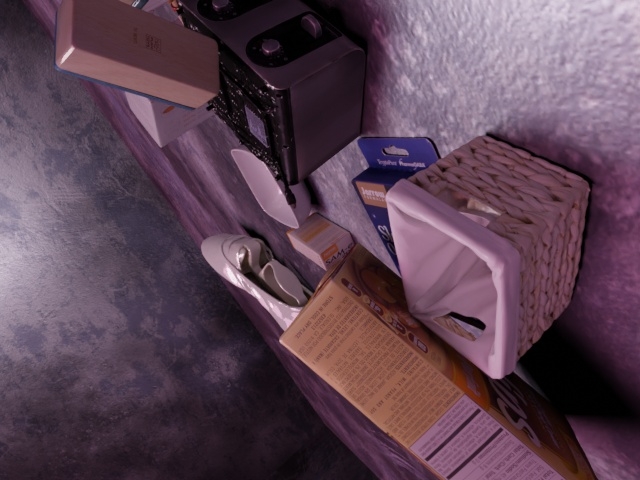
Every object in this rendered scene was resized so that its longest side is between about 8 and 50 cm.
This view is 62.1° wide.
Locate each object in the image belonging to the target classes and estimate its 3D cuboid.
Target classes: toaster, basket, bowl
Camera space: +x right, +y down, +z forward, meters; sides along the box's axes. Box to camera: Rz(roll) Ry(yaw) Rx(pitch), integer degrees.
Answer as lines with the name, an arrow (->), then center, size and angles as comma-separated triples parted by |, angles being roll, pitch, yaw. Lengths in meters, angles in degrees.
toaster -> -0.047, -0.161, 0.551 | 0.168, 0.110, 0.185 | 47, 162, 22
basket -> 0.136, 0.013, 0.435 | 0.113, 0.103, 0.167 | 39, 158, 39
bowl -> -0.072, -0.097, 0.852 | 0.142, 0.053, 0.142 | 28, 151, 56

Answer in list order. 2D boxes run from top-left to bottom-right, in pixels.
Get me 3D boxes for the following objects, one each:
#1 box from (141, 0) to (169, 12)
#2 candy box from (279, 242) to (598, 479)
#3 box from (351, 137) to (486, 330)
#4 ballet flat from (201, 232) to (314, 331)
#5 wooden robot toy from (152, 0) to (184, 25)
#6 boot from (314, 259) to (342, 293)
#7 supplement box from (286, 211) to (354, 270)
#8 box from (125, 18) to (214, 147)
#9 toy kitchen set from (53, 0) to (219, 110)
box -> -0.215, -0.374, 0.571 | 0.114, 0.103, 0.203 | 44, 162, 28
candy box -> 0.122, 0.146, 0.546 | 0.316, 0.087, 0.183 | 39, -165, 2
box -> 0.110, -0.007, 0.584 | 0.136, 0.036, 0.225 | 20, 143, 61
ballet flat -> -0.142, 0.074, 1.309 | 0.400, 0.139, 0.139 | 40, 160, 25
wooden robot toy -> -0.211, -0.322, 0.713 | 0.173, 0.079, 0.076 | 44, 161, 28
boot -> 0.104, 0.169, 0.845 | 0.220, 0.109, 0.283 | 34, 150, 37
supplement box -> 0.000, 0.000, 0.843 | 0.098, 0.062, 0.036 | 34, 155, 49
box -> -0.231, -0.244, 0.838 | 0.091, 0.130, 0.170 | 52, 163, 3
toy kitchen set -> -0.190, -0.212, 0.485 | 0.166, 0.122, 0.207 | -16, 73, 44
